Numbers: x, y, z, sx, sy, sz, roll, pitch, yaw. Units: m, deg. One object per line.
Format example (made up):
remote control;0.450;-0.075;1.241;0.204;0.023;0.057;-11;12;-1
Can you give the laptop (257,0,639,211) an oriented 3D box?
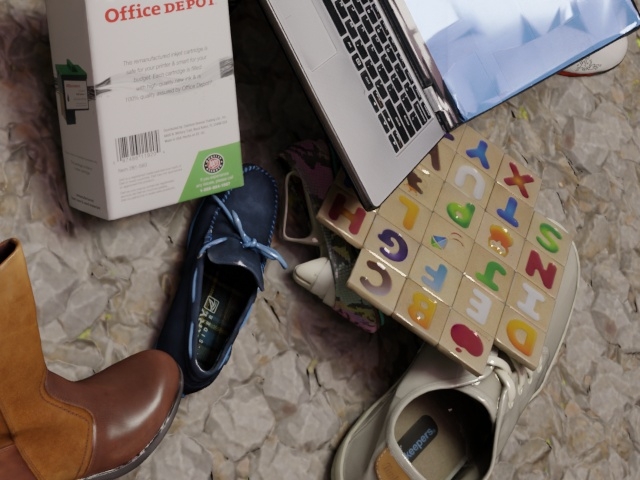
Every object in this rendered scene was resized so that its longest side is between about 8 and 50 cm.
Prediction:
laptop;0.120;-0.300;1.647;0.382;0.236;0.408;62;28;-10

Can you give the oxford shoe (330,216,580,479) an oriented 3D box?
oxford shoe;0.178;0.137;1.714;0.169;0.130;0.449;47;55;-9

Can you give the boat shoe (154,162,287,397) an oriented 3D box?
boat shoe;-0.085;0.038;1.593;0.109;0.089;0.258;23;66;-26

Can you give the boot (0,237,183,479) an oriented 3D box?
boot;-0.248;0.104;1.388;0.264;0.096;0.280;-32;134;-24

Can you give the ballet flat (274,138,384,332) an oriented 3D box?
ballet flat;0.000;0.000;1.676;0.079;0.077;0.222;-14;80;-16

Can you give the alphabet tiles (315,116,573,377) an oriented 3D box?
alphabet tiles;0.143;-0.013;1.710;0.285;0.011;0.342;36;42;-9

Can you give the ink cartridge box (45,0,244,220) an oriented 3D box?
ink cartridge box;-0.170;-0.147;1.538;0.160;0.092;0.219;-16;110;-35

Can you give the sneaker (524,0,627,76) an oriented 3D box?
sneaker;0.300;-0.270;1.886;0.270;0.145;0.090;12;71;-30

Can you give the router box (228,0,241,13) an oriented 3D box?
router box;-0.122;-0.318;1.633;0.046;0.133;0.179;-4;79;-21
